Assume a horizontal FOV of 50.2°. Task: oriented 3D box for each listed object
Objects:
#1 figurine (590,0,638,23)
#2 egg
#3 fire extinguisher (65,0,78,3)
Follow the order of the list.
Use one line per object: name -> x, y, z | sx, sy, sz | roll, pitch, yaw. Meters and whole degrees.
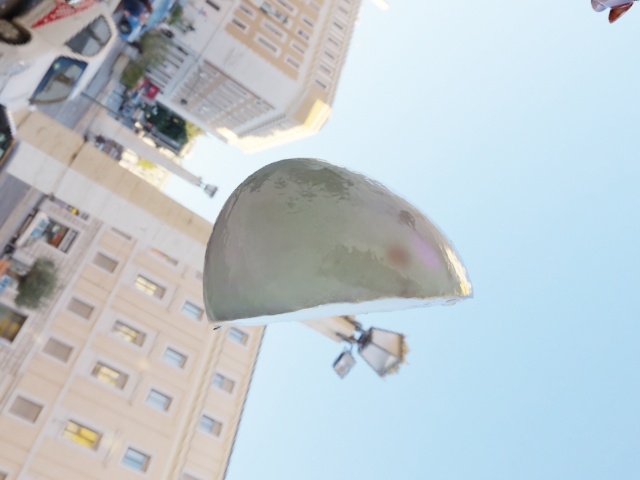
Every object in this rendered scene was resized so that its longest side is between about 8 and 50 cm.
figurine -> 0.374, -0.325, 0.863 | 0.067, 0.071, 0.083 | -45, 180, -42
egg -> 0.000, -0.003, 0.674 | 0.206, 0.271, 0.161 | 20, 62, -71
fire extinguisher -> -0.537, -0.630, 1.299 | 0.114, 0.337, 0.135 | -30, -160, 9
